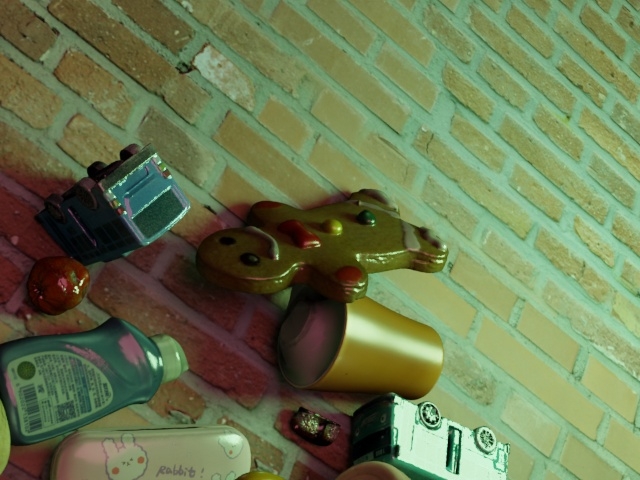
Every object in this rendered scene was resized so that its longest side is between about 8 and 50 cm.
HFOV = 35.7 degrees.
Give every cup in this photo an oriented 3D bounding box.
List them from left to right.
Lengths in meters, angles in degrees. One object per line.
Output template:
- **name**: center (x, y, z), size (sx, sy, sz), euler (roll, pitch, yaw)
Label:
- **cup**: center (0.060, 0.158, 1.635), size (0.264, 0.182, 0.226), euler (20, 33, -33)

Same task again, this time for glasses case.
- **glasses case**: center (-0.237, 0.325, 1.421), size (0.296, 0.075, 0.113), euler (4, 92, -32)

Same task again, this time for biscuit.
- **biscuit**: center (0.000, -0.002, 1.587), size (0.432, 0.283, 0.064), euler (-9, 124, -35)

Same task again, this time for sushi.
- **sushi**: center (-0.011, 0.304, 1.608), size (0.083, 0.044, 0.046), euler (28, 83, -20)

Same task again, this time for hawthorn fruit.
- **hawthorn fruit**: center (-0.375, 0.063, 1.431), size (0.093, 0.093, 0.093), euler (11, 69, -29)

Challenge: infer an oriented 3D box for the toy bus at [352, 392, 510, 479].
- **toy bus**: center (0.179, 0.362, 1.637), size (0.256, 0.128, 0.147), euler (26, 51, -22)

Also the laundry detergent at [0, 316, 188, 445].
- **laundry detergent**: center (-0.326, 0.189, 1.413), size (0.289, 0.094, 0.143), euler (-12, 87, -38)

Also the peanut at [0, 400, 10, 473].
- **peanut**: center (-0.468, 0.301, 1.253), size (0.130, 0.130, 0.290), euler (15, 78, -28)

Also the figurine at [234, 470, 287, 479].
- **figurine**: center (-0.118, 0.432, 1.375), size (0.228, 0.215, 0.215), euler (5, 71, -46)

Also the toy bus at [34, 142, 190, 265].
- **toy bus**: center (-0.300, -0.042, 1.420), size (0.116, 0.234, 0.134), euler (-45, 108, -34)

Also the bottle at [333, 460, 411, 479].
- **bottle**: center (0.150, 0.466, 1.527), size (0.206, 0.173, 0.297), euler (-43, 125, 3)
